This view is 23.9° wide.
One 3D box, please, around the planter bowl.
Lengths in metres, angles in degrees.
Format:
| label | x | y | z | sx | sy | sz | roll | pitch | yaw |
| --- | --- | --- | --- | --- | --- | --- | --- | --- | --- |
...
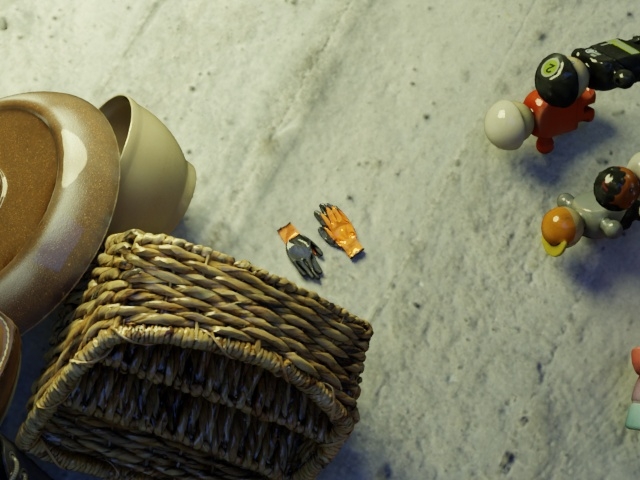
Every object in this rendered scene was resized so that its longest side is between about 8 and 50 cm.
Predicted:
| label | x | y | z | sx | sy | sz | roll | pitch | yaw |
| --- | --- | --- | --- | --- | --- | --- | --- | --- | --- |
| planter bowl | -0.203 | -0.062 | 1.633 | 0.109 | 0.162 | 0.162 | 28 | 69 | -27 |

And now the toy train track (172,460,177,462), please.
| label | x | y | z | sx | sy | sz | roll | pitch | yaw |
| --- | --- | --- | --- | --- | --- | --- | --- | --- | --- |
| toy train track | -0.152 | 0.214 | 1.622 | 0.048 | 0.014 | 0.083 | 5 | 67 | 0 |

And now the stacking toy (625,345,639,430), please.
| label | x | y | z | sx | sy | sz | roll | pitch | yaw |
| --- | --- | --- | --- | --- | --- | --- | --- | --- | --- |
| stacking toy | 0.490 | 0.193 | 1.598 | 0.309 | 0.279 | 0.130 | 7 | 84 | -8 |

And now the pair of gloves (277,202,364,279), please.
| label | x | y | z | sx | sy | sz | roll | pitch | yaw |
| --- | --- | --- | --- | --- | --- | --- | --- | --- | --- |
| pair of gloves | 0.000 | 0.000 | 1.710 | 0.083 | 0.010 | 0.074 | -31 | 81 | -15 |

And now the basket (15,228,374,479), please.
| label | x | y | z | sx | sy | sz | roll | pitch | yaw |
| --- | --- | --- | --- | --- | --- | --- | --- | --- | --- |
| basket | -0.113 | 0.145 | 1.504 | 0.299 | 0.213 | 0.223 | 25 | 70 | -25 |

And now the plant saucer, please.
| label | x | y | z | sx | sy | sz | roll | pitch | yaw |
| --- | --- | --- | --- | --- | --- | --- | --- | --- | --- |
| plant saucer | -0.343 | -0.030 | 1.548 | 0.310 | 0.050 | 0.311 | -17 | 54 | 24 |

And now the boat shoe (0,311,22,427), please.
| label | x | y | z | sx | sy | sz | roll | pitch | yaw |
| --- | --- | --- | --- | --- | --- | --- | --- | --- | --- |
| boat shoe | -0.386 | 0.193 | 1.367 | 0.122 | 0.120 | 0.324 | 33 | 71 | 0 |

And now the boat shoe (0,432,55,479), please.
| label | x | y | z | sx | sy | sz | roll | pitch | yaw |
| --- | --- | --- | --- | --- | --- | --- | --- | --- | --- |
| boat shoe | -0.347 | 0.255 | 1.517 | 0.355 | 0.130 | 0.132 | 36 | 72 | 3 |

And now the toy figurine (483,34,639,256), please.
| label | x | y | z | sx | sy | sz | roll | pitch | yaw |
| --- | --- | --- | --- | --- | --- | --- | --- | --- | --- |
| toy figurine | 0.299 | -0.105 | 1.682 | 0.148 | 0.213 | 0.210 | -18 | 82 | -26 |
